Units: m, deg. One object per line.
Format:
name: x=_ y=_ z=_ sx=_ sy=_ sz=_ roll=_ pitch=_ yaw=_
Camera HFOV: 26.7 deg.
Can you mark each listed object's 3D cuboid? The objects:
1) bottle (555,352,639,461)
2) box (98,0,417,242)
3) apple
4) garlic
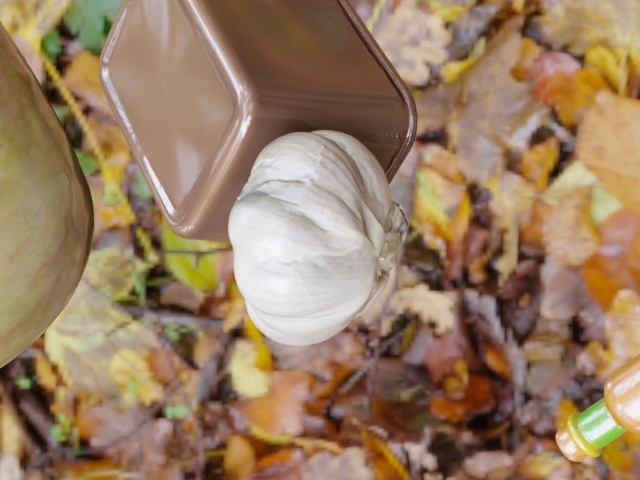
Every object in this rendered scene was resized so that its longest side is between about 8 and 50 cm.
bottle: x=0.289 y=0.138 z=1.210 sx=0.187 sy=0.069 sz=0.069 roll=-40 pitch=56 yaw=27
box: x=-0.085 y=-0.171 z=1.582 sx=0.239 sy=0.229 sz=0.339 roll=-58 pitch=47 yaw=34
apple: x=-0.253 y=-0.030 z=0.700 sx=0.257 sy=0.234 sz=0.257 roll=58 pitch=168 yaw=20
garlic: x=0.002 y=-0.001 z=1.385 sx=0.152 sy=0.228 sz=0.228 roll=17 pitch=103 yaw=26
